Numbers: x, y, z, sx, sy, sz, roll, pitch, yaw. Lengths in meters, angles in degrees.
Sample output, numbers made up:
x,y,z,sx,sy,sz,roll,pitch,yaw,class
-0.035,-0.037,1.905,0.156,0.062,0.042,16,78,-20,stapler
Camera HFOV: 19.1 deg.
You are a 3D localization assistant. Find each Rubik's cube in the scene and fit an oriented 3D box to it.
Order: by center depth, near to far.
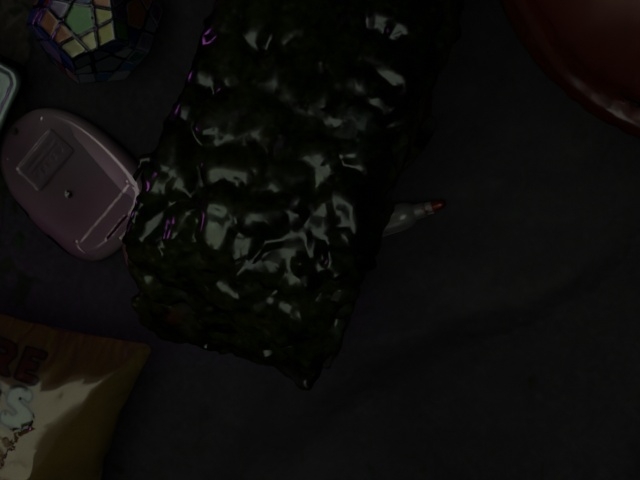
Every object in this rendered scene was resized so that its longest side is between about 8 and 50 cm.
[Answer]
x,y,z,sx,sy,sz,roll,pitch,yaw,class
-0.184,-0.182,1.551,0.111,0.111,0.093,-24,65,13,Rubik's cube

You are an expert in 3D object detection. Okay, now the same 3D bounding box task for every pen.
x,y,z,sx,sy,sz,roll,pitch,yaw,class
0.000,0.000,1.578,0.218,0.026,0.026,-18,95,13,pen

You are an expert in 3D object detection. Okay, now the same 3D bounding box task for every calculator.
x,y,z,sx,sy,sz,roll,pitch,yaw,class
-0.201,-0.042,1.610,0.166,0.024,0.103,42,103,3,calculator

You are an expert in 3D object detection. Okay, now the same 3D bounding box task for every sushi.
x,y,z,sx,sy,sz,roll,pitch,yaw,class
-0.014,-0.071,1.426,0.178,0.294,0.352,19,76,4,sushi

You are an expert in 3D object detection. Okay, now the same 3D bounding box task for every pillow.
x,y,z,sx,sy,sz,roll,pitch,yaw,class
-0.318,0.187,1.617,0.310,0.119,0.312,16,102,12,pillow

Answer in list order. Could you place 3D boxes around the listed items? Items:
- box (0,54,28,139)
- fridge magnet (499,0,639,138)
x,y,z,sx,sy,sz,roll,pitch,yaw,class
-0.299,-0.111,1.594,0.084,0.069,0.122,27,102,0,box
0.292,-0.239,1.333,0.363,0.155,0.364,0,97,3,fridge magnet
